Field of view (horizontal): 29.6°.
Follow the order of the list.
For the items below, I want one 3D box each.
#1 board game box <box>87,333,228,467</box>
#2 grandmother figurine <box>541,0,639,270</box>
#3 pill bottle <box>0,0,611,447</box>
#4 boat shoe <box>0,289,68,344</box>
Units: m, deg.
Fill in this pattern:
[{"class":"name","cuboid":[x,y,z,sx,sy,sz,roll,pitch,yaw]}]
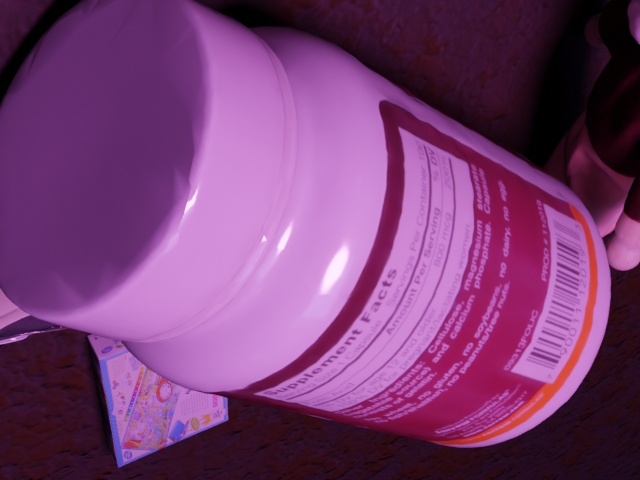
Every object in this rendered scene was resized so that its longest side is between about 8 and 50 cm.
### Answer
[{"class":"board game box","cuboid":[-0.127,0.114,0.978,0.103,0.026,0.154,-20,142,-20]},{"class":"grandmother figurine","cuboid":[0.229,-0.086,0.890,0.104,0.208,0.342,-7,158,-13]},{"class":"pill bottle","cuboid":[0.000,0.000,0.774,0.224,0.224,0.392,-48,140,18]},{"class":"boat shoe","cuboid":[-0.190,0.022,0.797,0.233,0.084,0.079,-16,179,-36]}]
